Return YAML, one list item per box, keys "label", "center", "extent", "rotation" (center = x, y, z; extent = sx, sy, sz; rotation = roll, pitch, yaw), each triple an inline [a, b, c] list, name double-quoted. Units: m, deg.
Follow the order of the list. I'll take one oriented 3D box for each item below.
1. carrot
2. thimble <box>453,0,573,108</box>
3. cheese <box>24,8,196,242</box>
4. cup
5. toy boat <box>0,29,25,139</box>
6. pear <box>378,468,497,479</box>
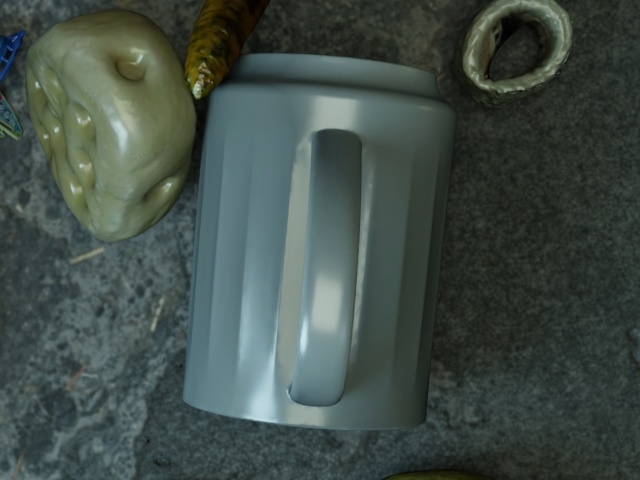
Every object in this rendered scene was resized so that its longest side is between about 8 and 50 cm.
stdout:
- label: "carrot"
  center: [-0.070, -0.246, 1.294]
  extent: [0.066, 0.066, 0.314]
  rotation: [19, 52, -3]
- label: "thimble"
  center: [0.191, -0.190, 1.376]
  extent: [0.102, 0.090, 0.115]
  rotation: [34, 88, -3]
- label: "cheese"
  center: [-0.196, -0.111, 1.304]
  extent: [0.117, 0.235, 0.218]
  rotation: [-19, 116, -23]
- label: "cup"
  center: [0.000, 0.000, 1.254]
  extent: [0.236, 0.323, 0.327]
  rotation: [6, 92, -3]
- label: "toy boat"
  center: [-0.340, -0.133, 1.365]
  extent: [0.110, 0.091, 0.175]
  rotation: [40, 85, -36]
- label: "pear"
  center: [0.122, 0.336, 1.328]
  extent: [0.211, 0.188, 0.229]
  rotation: [3, 91, 10]
